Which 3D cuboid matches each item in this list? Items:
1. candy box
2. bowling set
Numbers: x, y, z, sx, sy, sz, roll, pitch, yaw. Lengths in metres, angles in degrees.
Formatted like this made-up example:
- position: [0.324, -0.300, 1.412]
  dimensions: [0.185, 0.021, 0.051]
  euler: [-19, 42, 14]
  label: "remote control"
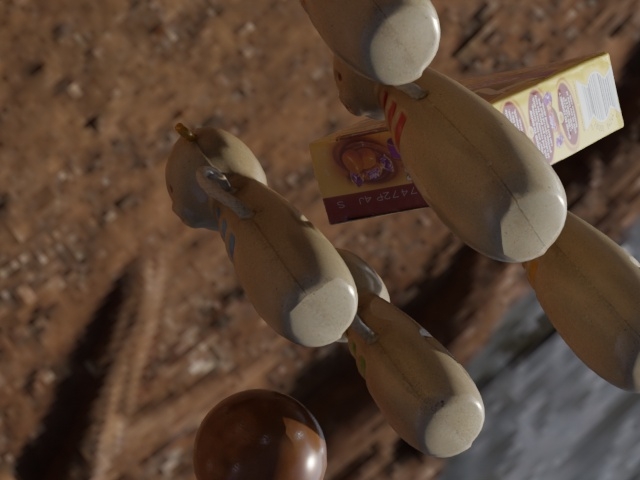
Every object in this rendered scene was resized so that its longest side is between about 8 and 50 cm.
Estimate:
- position: [0.089, -0.062, 1.155]
  dimensions: [0.109, 0.053, 0.186]
  euler: [-9, -169, 33]
  label: "candy box"
- position: [0.000, 0.000, 0.814]
  dimensions: [0.200, 0.154, 0.287]
  euler: [-40, 130, 1]
  label: "bowling set"
